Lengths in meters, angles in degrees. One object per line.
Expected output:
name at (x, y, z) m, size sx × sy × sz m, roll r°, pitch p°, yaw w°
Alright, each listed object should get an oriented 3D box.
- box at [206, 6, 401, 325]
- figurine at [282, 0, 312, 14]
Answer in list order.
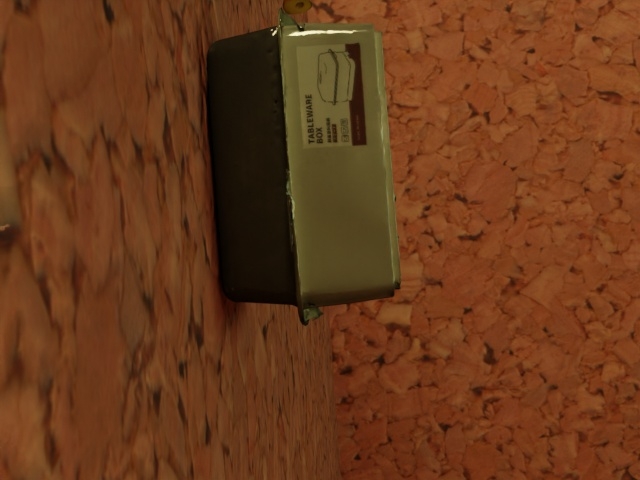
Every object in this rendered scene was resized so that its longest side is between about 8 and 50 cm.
box at (-0.012, -0.066, 1.008) m, size 0.220 × 0.166 × 0.291 m, roll -9°, pitch 95°, yaw -87°
figurine at (-0.056, -0.327, 1.005) m, size 0.175 × 0.115 × 0.240 m, roll 79°, pitch 8°, yaw -62°
